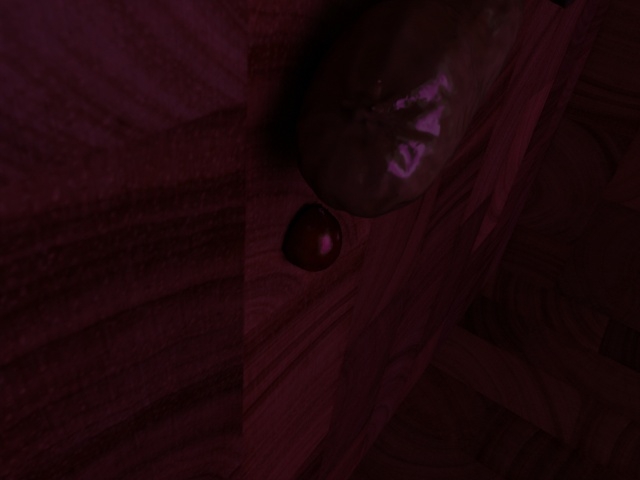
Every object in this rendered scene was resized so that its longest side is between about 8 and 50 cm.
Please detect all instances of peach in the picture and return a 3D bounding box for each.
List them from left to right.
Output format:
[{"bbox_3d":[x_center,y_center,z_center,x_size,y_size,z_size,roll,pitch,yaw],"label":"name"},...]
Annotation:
[{"bbox_3d":[0.000,0.001,0.658,0.098,0.061,0.098,-38,148,-29],"label":"peach"}]

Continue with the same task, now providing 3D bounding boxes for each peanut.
[{"bbox_3d":[0.104,-0.195,0.543,0.387,0.169,0.192,-57,151,-20],"label":"peanut"}]

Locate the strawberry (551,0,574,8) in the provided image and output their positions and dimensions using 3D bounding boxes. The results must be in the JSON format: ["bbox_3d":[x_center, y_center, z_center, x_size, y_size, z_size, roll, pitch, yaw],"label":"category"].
[{"bbox_3d":[0.369,-0.510,0.677,0.292,0.292,0.343,87,15,-48],"label":"strawberry"}]
